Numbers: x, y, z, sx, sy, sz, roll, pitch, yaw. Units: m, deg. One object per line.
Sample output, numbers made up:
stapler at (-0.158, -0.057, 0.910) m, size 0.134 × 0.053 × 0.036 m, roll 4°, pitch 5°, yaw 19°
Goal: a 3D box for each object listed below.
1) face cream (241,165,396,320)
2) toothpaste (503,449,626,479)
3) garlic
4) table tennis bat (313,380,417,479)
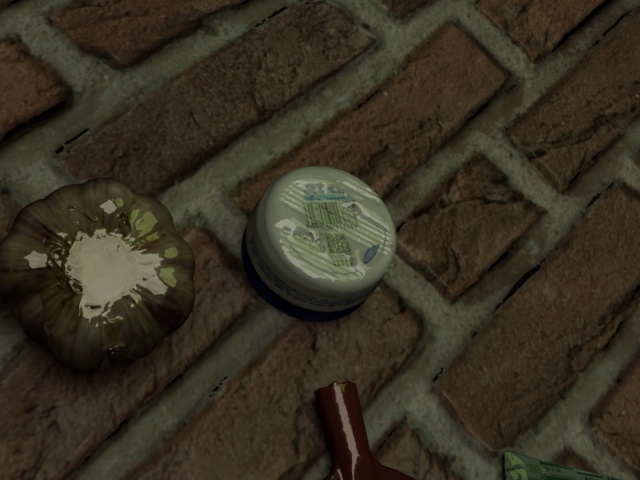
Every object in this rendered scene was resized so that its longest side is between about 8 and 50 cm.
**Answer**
face cream at (0.000, 0.000, 1.386) m, size 0.205 × 0.111 × 0.206 m, roll 10°, pitch 59°, yaw -17°
toothpaste at (0.353, 0.337, 1.368) m, size 0.218 × 0.041 × 0.064 m, roll 14°, pitch 46°, yaw -10°
garlic at (-0.278, 0.042, 1.233) m, size 0.244 × 0.160 × 0.245 m, roll 3°, pitch 81°, yaw -18°
table tennis bat at (0.067, 0.377, 1.230) m, size 0.268 × 0.051 × 0.415 m, roll -4°, pitch 66°, yaw -23°
